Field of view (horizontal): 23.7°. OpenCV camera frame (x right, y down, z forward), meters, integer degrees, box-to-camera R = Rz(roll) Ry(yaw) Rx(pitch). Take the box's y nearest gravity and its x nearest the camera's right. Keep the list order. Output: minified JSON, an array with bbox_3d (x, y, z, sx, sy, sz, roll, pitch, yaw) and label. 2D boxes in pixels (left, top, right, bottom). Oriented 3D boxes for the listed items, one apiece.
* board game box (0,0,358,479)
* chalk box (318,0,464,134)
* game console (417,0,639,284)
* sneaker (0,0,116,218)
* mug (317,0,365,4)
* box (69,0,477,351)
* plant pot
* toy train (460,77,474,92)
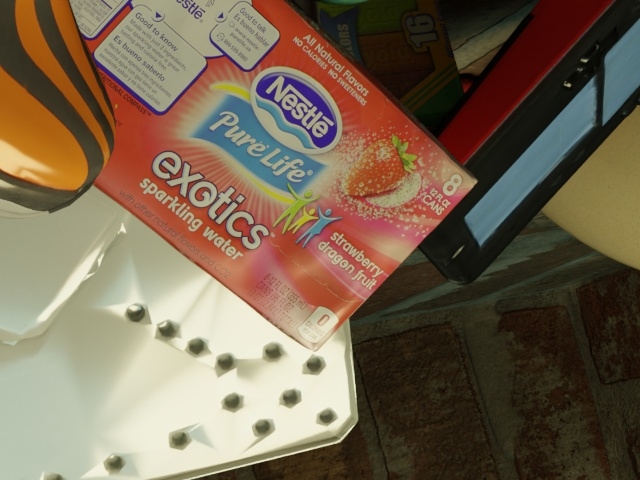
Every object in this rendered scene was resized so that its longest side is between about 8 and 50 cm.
[{"bbox_3d":[-0.185,-0.011,0.866,0.390,0.390,0.050,-12,-150,-11],"label":"board game box"},{"bbox_3d":[-0.030,-0.115,1.051,0.213,0.132,0.132,-11,171,-27],"label":"chalk box"},{"bbox_3d":[0.190,-0.115,1.073,0.342,0.060,0.386,-52,167,0],"label":"game console"},{"bbox_3d":[-0.105,-0.144,0.446,0.180,0.125,0.321,-22,133,12],"label":"sneaker"},{"bbox_3d":[0.018,-0.177,0.747,0.097,0.129,0.158,-17,154,28],"label":"mug"},{"bbox_3d":[-0.061,-0.078,0.767,0.128,0.122,0.257,-46,120,7],"label":"box"},{"bbox_3d":[0.347,-0.070,1.369,0.284,0.191,0.284,-30,155,-16],"label":"plant pot"},{"bbox_3d":[0.221,-0.121,1.515,0.248,0.105,0.143,-13,-179,-6],"label":"toy train"}]
